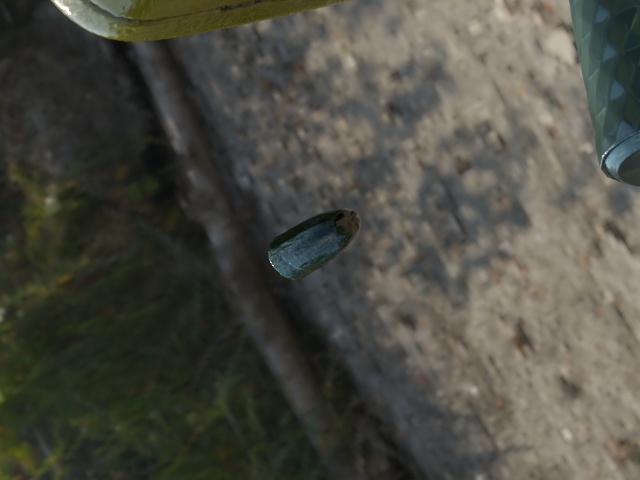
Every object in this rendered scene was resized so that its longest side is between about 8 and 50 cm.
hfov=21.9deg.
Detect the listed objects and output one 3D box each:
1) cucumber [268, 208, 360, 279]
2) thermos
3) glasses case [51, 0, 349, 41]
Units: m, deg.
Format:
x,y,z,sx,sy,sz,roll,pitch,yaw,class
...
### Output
x,y,z,sx,sy,sz,roll,pitch,yaw,class
0.000,0.000,1.545,0.105,0.048,0.048,-29,89,47,cucumber
0.305,-0.203,1.447,0.145,0.182,0.286,23,-125,-53,thermos
-0.035,-0.245,1.146,0.141,0.371,0.173,-38,73,54,glasses case
